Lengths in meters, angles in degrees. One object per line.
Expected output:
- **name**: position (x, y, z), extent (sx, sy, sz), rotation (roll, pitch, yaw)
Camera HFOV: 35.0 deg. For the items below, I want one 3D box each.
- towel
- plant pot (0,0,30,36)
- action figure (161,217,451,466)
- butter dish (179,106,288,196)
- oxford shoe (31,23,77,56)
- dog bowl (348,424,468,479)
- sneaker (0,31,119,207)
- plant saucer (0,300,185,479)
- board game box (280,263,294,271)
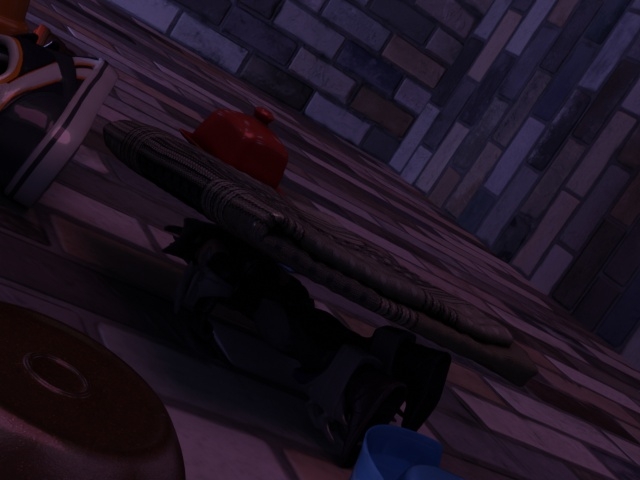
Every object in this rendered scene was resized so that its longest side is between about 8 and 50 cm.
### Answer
- **towel**: position (0.000, 0.000, 0.877), extent (0.324, 0.056, 0.312), rotation (29, 0, -36)
- **plant pot**: position (-0.455, -0.364, 1.334), extent (0.205, 0.188, 0.205), rotation (32, 10, -6)
- **action figure**: position (-0.034, 0.067, 0.869), extent (0.285, 0.099, 0.185), rotation (35, 16, 33)
- **butter dish**: position (-0.115, -0.156, 1.605), extent (0.160, 0.118, 0.160), rotation (22, 14, -46)
- **oxford shoe**: position (-0.322, -0.197, 1.233), extent (0.098, 0.097, 0.271), rotation (37, 9, -13)
- **dog bowl**: position (0.132, 0.225, 0.667), extent (0.297, 0.074, 0.166), rotation (29, 11, -24)
- **sneaker**: position (-0.281, -0.139, 0.980), extent (0.127, 0.126, 0.321), rotation (36, 10, -15)
- **plant saucer**: position (-0.152, 0.086, 0.559), extent (0.198, 0.036, 0.198), rotation (32, 9, -6)
- **board game box**: position (-0.075, -0.029, 1.347), extent (0.211, 0.039, 0.160), rotation (36, 11, 22)
